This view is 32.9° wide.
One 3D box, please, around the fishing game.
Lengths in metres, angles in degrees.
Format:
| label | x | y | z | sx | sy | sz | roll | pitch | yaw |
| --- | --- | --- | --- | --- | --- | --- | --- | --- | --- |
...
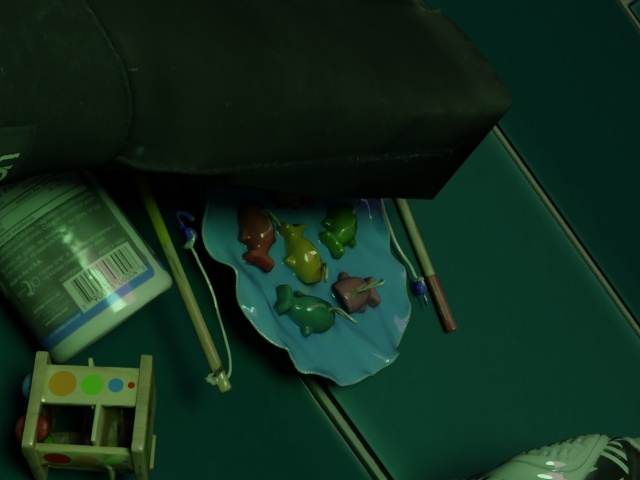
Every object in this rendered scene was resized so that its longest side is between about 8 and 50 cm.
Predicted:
| label | x | y | z | sx | sy | sz | roll | pitch | yaw |
| --- | --- | --- | --- | --- | --- | --- | --- | --- | --- |
| fishing game | 0.000 | 0.000 | 0.702 | 0.264 | 0.041 | 0.189 | -1 | 66 | -50 |

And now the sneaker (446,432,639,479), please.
| label | x | y | z | sx | sy | sz | roll | pitch | yaw |
| --- | --- | --- | --- | --- | --- | --- | --- | --- | --- |
| sneaker | 0.085 | 0.238 | 0.600 | 0.366 | 0.137 | 0.210 | -5 | 71 | -36 |

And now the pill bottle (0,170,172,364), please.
| label | x | y | z | sx | sy | sz | roll | pitch | yaw |
| --- | --- | --- | --- | --- | --- | --- | --- | --- | --- |
| pill bottle | -0.149 | -0.010 | 0.579 | 0.137 | 0.078 | 0.078 | 54 | 45 | -1 |

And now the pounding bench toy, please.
| label | x | y | z | sx | sy | sz | roll | pitch | yaw |
| --- | --- | --- | --- | --- | --- | --- | --- | --- | --- |
| pounding bench toy | -0.120 | 0.099 | 0.564 | 0.065 | 0.083 | 0.052 | 3 | 57 | -4 |

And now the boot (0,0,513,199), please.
| label | x | y | z | sx | sy | sz | roll | pitch | yaw |
| --- | --- | --- | --- | --- | --- | --- | --- | --- | --- |
| boot | -0.115 | -0.179 | 0.590 | 0.445 | 0.146 | 0.367 | -10 | 68 | -49 |
